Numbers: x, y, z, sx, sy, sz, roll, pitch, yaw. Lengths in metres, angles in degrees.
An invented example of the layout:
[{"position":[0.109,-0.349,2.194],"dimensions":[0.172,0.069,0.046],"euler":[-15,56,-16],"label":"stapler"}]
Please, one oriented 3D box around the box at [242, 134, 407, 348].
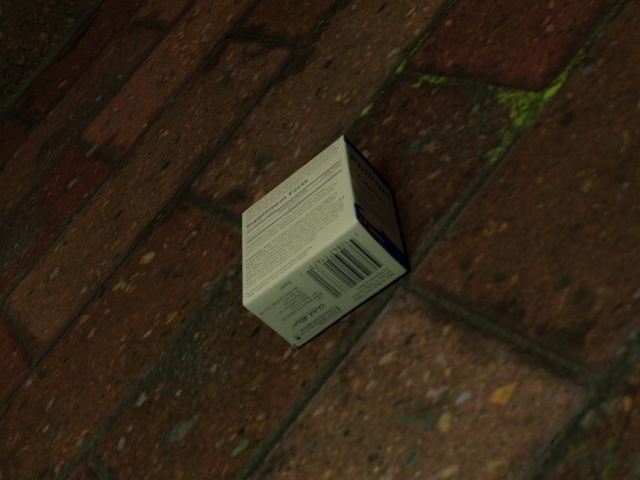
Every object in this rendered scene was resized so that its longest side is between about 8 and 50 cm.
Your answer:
[{"position":[0.000,0.000,0.950],"dimensions":[0.126,0.072,0.137],"euler":[-36,31,21],"label":"box"}]
